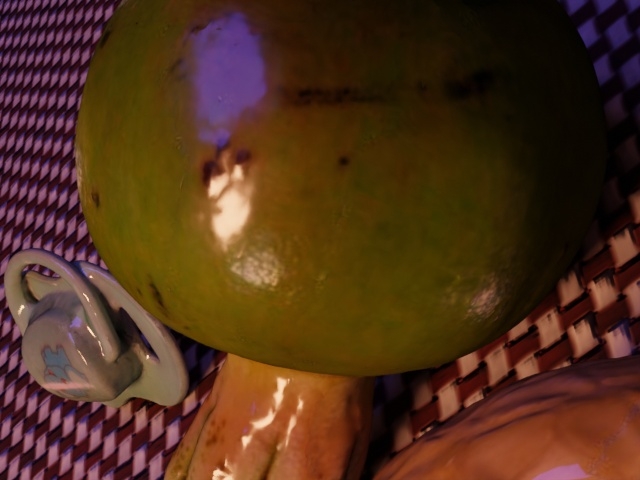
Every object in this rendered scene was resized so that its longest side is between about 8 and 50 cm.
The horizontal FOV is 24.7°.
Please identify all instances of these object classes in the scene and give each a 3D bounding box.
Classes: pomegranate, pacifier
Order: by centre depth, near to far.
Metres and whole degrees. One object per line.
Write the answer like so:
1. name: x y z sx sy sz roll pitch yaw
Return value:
1. pomegranate: 0.000 0.000 0.649 0.236 0.236 0.301 24 106 59
2. pacifier: -0.124 0.039 0.886 0.116 0.127 0.150 -46 15 -31

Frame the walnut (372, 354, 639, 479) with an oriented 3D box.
1. walnut: 0.082 0.124 0.450 0.197 0.165 0.165 -25 43 29
